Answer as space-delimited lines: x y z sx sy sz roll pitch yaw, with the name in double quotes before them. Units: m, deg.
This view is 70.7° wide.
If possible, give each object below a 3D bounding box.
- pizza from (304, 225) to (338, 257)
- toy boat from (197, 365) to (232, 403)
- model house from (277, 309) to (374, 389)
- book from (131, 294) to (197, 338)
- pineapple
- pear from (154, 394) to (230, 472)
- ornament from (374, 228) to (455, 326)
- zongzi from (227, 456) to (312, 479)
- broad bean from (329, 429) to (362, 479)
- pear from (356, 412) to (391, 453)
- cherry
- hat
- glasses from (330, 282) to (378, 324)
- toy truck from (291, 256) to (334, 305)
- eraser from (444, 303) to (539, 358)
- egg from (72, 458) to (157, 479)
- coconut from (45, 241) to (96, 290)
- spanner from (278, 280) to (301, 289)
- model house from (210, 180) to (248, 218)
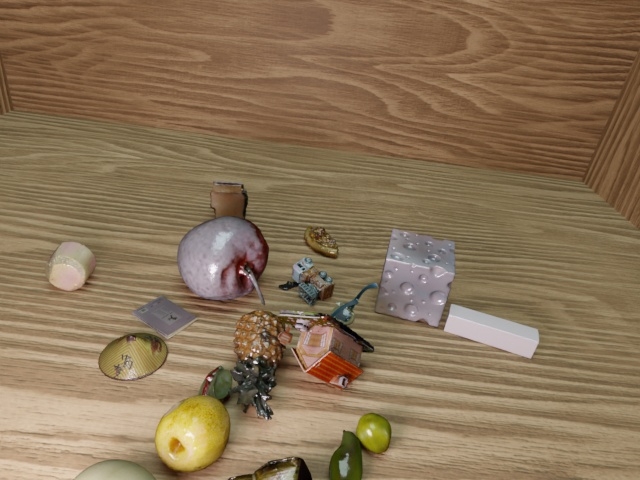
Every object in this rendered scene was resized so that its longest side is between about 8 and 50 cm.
"pizza" 0.001 -0.002 2.001 0.127 0.058 0.246 -4 34 -21
"toy boat" -0.287 0.404 1.230 0.089 0.071 0.185 48 26 -16
"model house" 0.001 0.326 1.297 0.207 0.294 0.153 -4 58 36
"book" -0.515 0.250 1.494 0.182 0.014 0.127 24 34 26
"pineapple" -0.178 0.356 1.274 0.169 0.169 0.340 4 38 -6
"pear" -0.294 0.448 1.064 0.178 0.177 0.178 6 30 -3
"ornament" 0.349 0.132 1.669 0.240 0.239 0.239 13 31 9
"zongzi" -0.150 0.596 0.890 0.289 0.134 0.285 -8 36 -1
"broad bean" 0.058 0.574 1.028 0.075 0.067 0.325 -19 29 14
"pear" 0.137 0.496 1.157 0.092 0.092 0.097 -4 48 -19
"cherry" -0.360 0.068 1.603 0.335 0.291 0.326 -4 37 17
"hat" -0.548 0.310 1.318 0.193 0.082 0.193 6 31 -4
"glasses" 0.098 0.238 1.496 0.190 0.221 0.088 -28 84 -47
"toy truck" -0.043 0.151 1.692 0.115 0.080 0.178 -26 53 -32
"eraser" 0.591 0.313 1.574 0.298 0.078 0.076 16 31 15
"egg" -0.383 0.538 0.856 0.254 0.188 0.189 31 37 25
"coconut" -0.869 0.084 1.578 0.147 0.147 0.152 3 33 -7
"spanner" -0.060 0.168 1.742 0.209 0.012 0.046 -4 33 -20
"model house" -0.421 -0.182 2.090 0.167 0.182 0.172 2 31 -11
